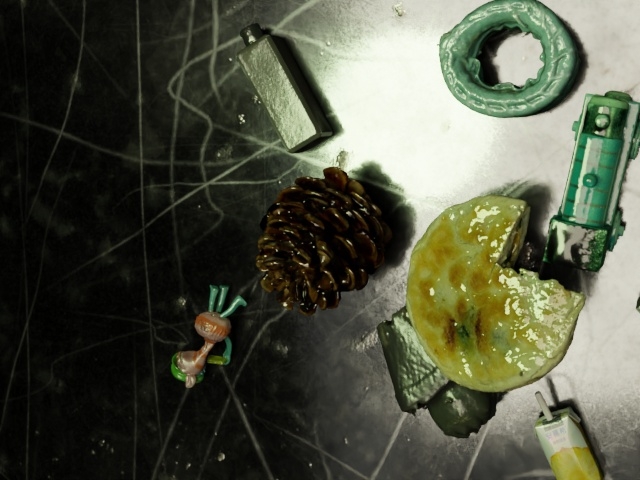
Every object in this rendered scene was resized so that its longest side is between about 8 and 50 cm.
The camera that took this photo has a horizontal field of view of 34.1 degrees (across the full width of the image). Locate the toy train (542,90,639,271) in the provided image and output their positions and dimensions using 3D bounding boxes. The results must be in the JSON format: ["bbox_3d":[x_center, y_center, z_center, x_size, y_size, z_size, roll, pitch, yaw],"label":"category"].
[{"bbox_3d":[0.445,-0.096,1.693,0.120,0.194,0.298,13,101,18],"label":"toy train"}]

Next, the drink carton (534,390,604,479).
[{"bbox_3d":[0.422,0.349,1.821,0.084,0.074,0.200,-25,88,19],"label":"drink carton"}]

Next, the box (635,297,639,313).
[{"bbox_3d":[0.646,0.081,1.704,0.225,0.086,0.129,-44,82,18],"label":"box"}]

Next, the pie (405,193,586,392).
[{"bbox_3d":[0.263,0.096,1.682,0.337,0.075,0.337,-4,84,43],"label":"pie"}]

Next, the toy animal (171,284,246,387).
[{"bbox_3d":[-0.210,0.189,2.021,0.103,0.100,0.208,19,103,-25],"label":"toy animal"}]

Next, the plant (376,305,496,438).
[{"bbox_3d":[0.206,0.231,1.846,0.164,0.142,0.256,-41,79,18],"label":"plant"}]

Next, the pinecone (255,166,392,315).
[{"bbox_3d":[0.000,0.000,1.826,0.224,0.272,0.224,18,130,23],"label":"pinecone"}]

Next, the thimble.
[{"bbox_3d":[0.311,-0.304,1.739,0.235,0.143,0.198,14,100,16],"label":"thimble"}]

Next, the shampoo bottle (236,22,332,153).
[{"bbox_3d":[-0.073,-0.282,1.907,0.079,0.080,0.246,-29,87,18],"label":"shampoo bottle"}]
